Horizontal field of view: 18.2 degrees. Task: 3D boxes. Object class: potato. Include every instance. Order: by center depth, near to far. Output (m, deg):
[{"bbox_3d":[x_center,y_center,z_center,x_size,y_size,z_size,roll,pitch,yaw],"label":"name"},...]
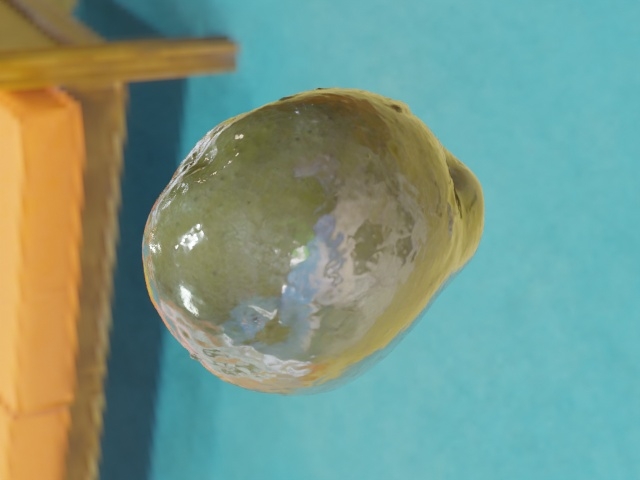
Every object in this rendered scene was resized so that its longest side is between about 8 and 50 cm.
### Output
[{"bbox_3d":[0.000,0.000,1.122,0.178,0.235,0.160,-29,79,36],"label":"potato"}]
